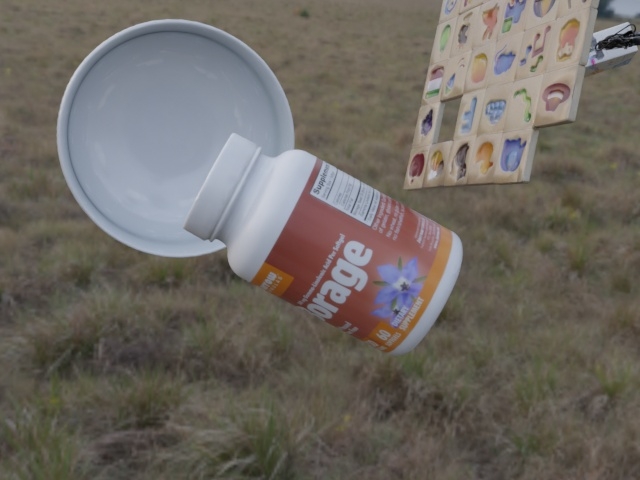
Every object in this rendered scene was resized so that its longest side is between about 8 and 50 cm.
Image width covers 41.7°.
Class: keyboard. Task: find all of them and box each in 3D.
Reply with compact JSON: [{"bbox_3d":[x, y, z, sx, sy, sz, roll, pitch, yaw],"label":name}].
[{"bbox_3d":[0.529,-0.346,1.389,0.100,0.038,0.192,-21,13,-11],"label":"keyboard"}]

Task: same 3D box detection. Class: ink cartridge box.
[{"bbox_3d":[0.508,-0.354,1.630,0.181,0.062,0.104,-16,-6,10],"label":"ink cartridge box"}]

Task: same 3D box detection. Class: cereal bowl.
[{"bbox_3d":[-0.216,-0.152,1.240,0.339,0.339,0.141,0,13,-19],"label":"cereal bowl"}]

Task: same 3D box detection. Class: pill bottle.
[{"bbox_3d":[0.000,0.000,0.711,0.216,0.121,0.121,28,15,-6],"label":"pill bottle"}]

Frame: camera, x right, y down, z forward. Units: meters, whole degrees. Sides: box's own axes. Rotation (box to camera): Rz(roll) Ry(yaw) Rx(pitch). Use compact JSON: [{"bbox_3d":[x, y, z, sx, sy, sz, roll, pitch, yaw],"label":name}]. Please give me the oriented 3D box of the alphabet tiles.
[{"bbox_3d":[0.139,-0.139,0.670,0.009,0.198,0.237,13,-3,-20],"label":"alphabet tiles"}]
